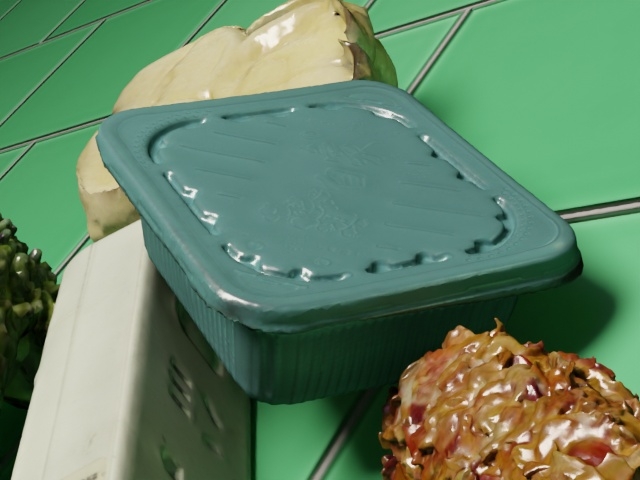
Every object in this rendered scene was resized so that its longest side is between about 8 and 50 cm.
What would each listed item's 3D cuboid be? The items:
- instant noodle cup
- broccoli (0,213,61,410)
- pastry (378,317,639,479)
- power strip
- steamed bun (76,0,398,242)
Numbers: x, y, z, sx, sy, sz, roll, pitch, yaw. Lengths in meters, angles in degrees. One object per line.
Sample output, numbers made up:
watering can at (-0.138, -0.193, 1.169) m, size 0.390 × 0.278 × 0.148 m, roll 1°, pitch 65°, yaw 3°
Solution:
instant noodle cup at (0.000, 0.000, 0.579) m, size 0.157 × 0.070 × 0.179 m, roll -9°, pitch 34°, yaw -25°
broccoli at (-0.265, 0.057, 0.699) m, size 0.260 × 0.288 × 0.235 m, roll -35°, pitch 55°, yaw 51°
pastry at (0.067, 0.072, 0.457) m, size 0.087 × 0.063 × 0.169 m, roll -43°, pitch 26°, yaw -11°
power strip at (-0.074, 0.090, 0.562) m, size 0.058 × 0.098 × 0.338 m, roll -30°, pitch 25°, yaw 11°
steamed bun at (-0.034, -0.053, 0.771) m, size 0.177 × 0.106 × 0.192 m, roll -25°, pitch 32°, yaw 13°
